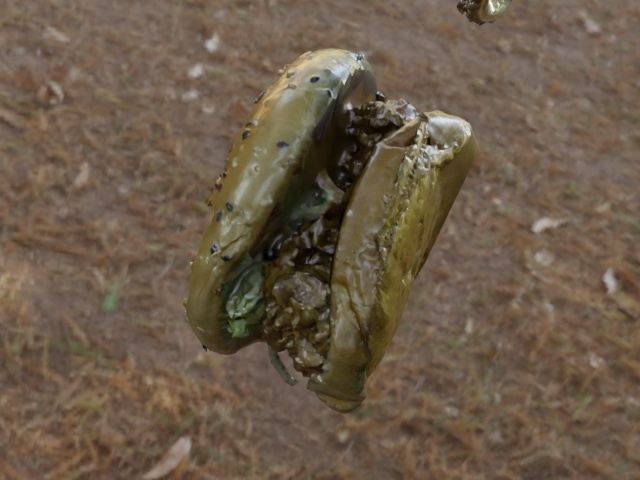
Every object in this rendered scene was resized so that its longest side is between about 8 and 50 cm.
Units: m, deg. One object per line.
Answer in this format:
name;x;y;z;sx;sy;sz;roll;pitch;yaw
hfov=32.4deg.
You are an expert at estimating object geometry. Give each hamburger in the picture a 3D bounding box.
hamburger;0.000;0.000;0.572;0.113;0.186;0.177;25;30;3

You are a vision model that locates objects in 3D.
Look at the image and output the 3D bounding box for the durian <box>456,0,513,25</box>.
durian;0.083;-0.168;0.510;0.071;0.140;0.110;25;73;-4
